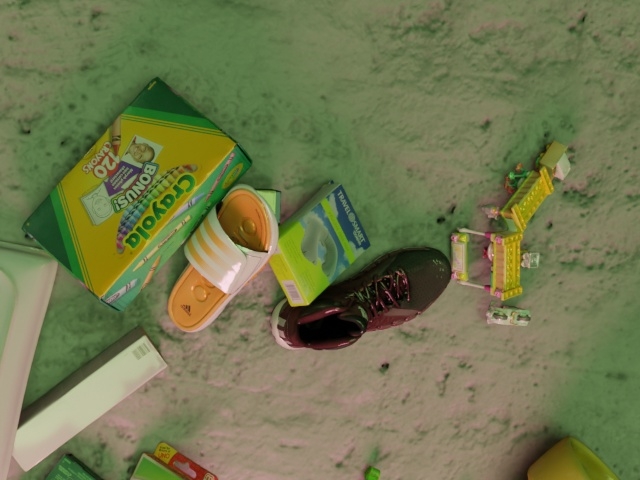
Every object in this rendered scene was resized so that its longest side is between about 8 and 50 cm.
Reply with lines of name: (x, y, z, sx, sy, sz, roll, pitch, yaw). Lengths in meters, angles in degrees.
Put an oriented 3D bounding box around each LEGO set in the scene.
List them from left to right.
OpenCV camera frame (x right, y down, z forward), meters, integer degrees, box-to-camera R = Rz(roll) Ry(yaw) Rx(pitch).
LEGO set: (0.270, -0.020, 1.994, 0.132, 0.107, 0.287, 16, 87, -47)

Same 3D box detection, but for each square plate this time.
square plate: (-0.551, 0.137, 1.780, 0.344, 0.049, 0.347, 13, 72, -10)

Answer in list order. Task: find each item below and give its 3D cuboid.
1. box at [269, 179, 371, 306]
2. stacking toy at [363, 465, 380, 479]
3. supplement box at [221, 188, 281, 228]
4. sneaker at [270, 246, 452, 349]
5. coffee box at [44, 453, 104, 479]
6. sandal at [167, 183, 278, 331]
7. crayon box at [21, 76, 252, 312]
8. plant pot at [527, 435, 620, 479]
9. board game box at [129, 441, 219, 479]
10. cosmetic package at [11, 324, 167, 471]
box: (0.000, 0.000, 1.896, 0.178, 0.042, 0.109, -43, 115, -39)
stacking toy: (0.101, 0.461, 2.011, 0.167, 0.052, 0.221, 24, 88, -15)
supplement box: (-0.103, -0.045, 1.901, 0.083, 0.083, 0.056, 2, 93, -11)
sneaker: (0.075, 0.097, 1.910, 0.281, 0.162, 0.106, -23, 99, -9)
coffee box: (-0.370, 0.404, 1.894, 0.113, 0.040, 0.184, 36, 86, 5)
sandal: (-0.147, 0.042, 1.834, 0.102, 0.076, 0.265, 43, 124, 13)
crayon box: (-0.247, -0.062, 1.833, 0.165, 0.081, 0.278, 39, 86, 21)
plant pot: (0.356, 0.458, 1.975, 0.239, 0.254, 0.254, -43, 102, 11)
board game box: (-0.246, 0.423, 1.903, 0.124, 0.039, 0.259, 26, 87, 31)
cosmetic package: (-0.327, 0.217, 1.871, 0.239, 0.099, 0.060, -37, 103, -6)
